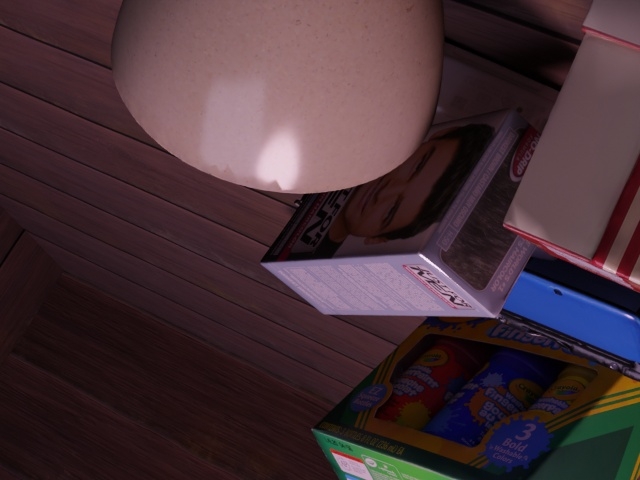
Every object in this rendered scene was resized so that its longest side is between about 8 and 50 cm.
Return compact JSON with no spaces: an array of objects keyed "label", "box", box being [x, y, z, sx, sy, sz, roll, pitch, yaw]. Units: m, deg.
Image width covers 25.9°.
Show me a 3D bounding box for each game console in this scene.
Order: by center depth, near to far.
[{"label":"game console","box":[0.313,0.043,1.767,0.293,0.250,0.173,23,133,26]}]

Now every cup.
[{"label":"cup","box":[-0.022,-0.243,1.302,0.331,0.331,0.237,28,141,9]}]

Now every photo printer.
[{"label":"photo printer","box":[0.197,-0.095,1.648,0.256,0.107,0.307,27,164,15]}]

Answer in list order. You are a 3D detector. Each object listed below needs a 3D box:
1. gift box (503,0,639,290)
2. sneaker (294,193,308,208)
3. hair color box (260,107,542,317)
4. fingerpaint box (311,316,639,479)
[{"label":"gift box","box":[0.322,-0.078,1.226,0.255,0.258,0.276,24,-177,16]},{"label":"sneaker","box":[0.065,-0.054,2.033,0.135,0.097,0.276,35,166,-14]},{"label":"hair color box","box":[0.096,-0.021,1.517,0.113,0.185,0.374,40,161,-20]},{"label":"fingerpaint box","box":[0.268,0.261,2.084,0.445,0.371,0.163,10,135,53]}]
